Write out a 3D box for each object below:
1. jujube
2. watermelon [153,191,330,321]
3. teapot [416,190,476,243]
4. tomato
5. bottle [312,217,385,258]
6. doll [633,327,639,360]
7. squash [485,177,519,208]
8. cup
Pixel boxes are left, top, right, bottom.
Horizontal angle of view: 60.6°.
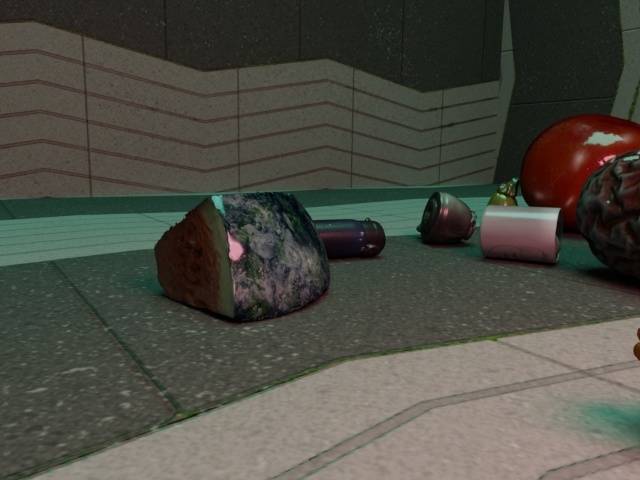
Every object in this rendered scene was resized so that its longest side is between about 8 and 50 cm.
[{"bbox_3d":[0.527,-0.036,0.805,0.226,0.226,0.317,-1,12,-12],"label":"jujube"},{"bbox_3d":[-0.106,0.006,0.758,0.226,0.148,0.318,-6,7,6],"label":"watermelon"},{"bbox_3d":[0.274,-0.030,1.186,0.108,0.149,0.111,14,46,-7],"label":"teapot"},{"bbox_3d":[0.678,-0.163,1.370,0.325,0.290,0.293,2,30,-8],"label":"tomato"},{"bbox_3d":[0.000,0.000,0.983,0.244,0.072,0.082,-4,47,-24],"label":"bottle"},{"bbox_3d":[0.296,0.097,0.308,0.143,0.135,0.221,32,-12,-26],"label":"doll"},{"bbox_3d":[0.493,-0.105,1.480,0.105,0.132,0.105,3,10,0],"label":"squash"},{"bbox_3d":[0.371,0.000,1.005,0.133,0.136,0.099,5,44,29],"label":"cup"}]
